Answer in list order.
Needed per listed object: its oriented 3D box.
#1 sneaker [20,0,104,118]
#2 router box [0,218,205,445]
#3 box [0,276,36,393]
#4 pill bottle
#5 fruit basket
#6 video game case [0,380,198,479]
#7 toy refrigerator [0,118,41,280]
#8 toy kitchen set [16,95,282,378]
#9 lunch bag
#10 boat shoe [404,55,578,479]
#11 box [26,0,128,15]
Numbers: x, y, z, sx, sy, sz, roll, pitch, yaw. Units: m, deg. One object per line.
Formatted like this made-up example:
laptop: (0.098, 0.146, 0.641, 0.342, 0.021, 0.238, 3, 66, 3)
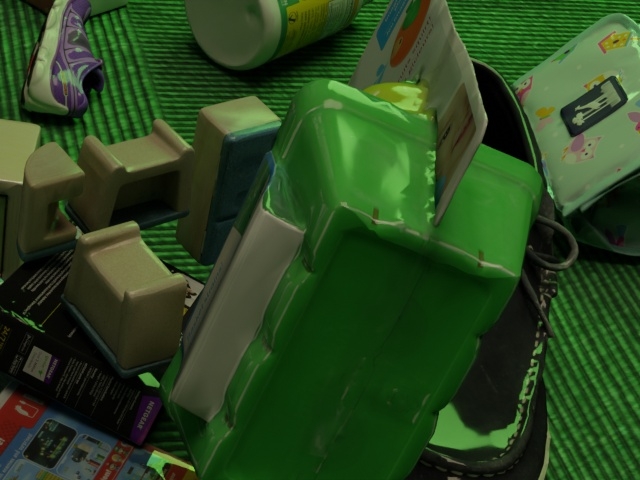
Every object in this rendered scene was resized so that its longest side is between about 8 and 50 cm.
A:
sneaker: (-0.233, -0.167, 1.385, 0.071, 0.068, 0.170, 20, 41, -16)
router box: (-0.148, 0.056, 1.025, 0.133, 0.046, 0.179, 28, 22, 0)
box: (-0.270, 0.096, 0.976, 0.136, 0.036, 0.225, 40, 38, 5)
pill bottle: (-0.028, -0.254, 1.504, 0.117, 0.117, 0.208, 32, 39, 26)
fruit basket: (0.000, 0.000, 0.924, 0.165, 0.327, 0.353, 19, 24, -17)
video game case: (-0.105, 0.207, 0.885, 0.285, 0.025, 0.204, 24, 36, 4)
toy refrigerator: (-0.354, -0.041, 1.121, 0.269, 0.102, 0.094, 8, 35, -7)
toy kitchen set: (-0.091, 0.012, 1.020, 0.207, 0.122, 0.166, -18, 47, -35)
lunch bag: (0.318, -0.095, 1.357, 0.262, 0.160, 0.223, -6, 40, -5)
boat shoe: (0.091, 0.020, 1.127, 0.186, 0.156, 0.500, 12, 36, -3)
box: (-0.278, -0.319, 1.509, 0.170, 0.130, 0.091, 32, 39, 27)
